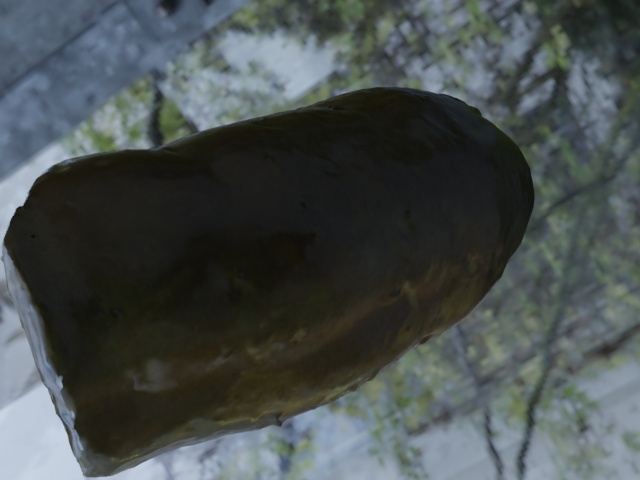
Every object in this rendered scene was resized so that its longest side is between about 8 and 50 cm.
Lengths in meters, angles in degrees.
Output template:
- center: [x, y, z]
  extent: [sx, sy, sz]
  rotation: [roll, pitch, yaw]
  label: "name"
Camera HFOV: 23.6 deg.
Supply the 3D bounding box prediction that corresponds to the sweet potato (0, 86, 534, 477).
- center: [0.000, 0.000, 0.773]
  extent: [0.370, 0.158, 0.157]
  rotation: [-21, -102, -34]
  label: "sweet potato"
